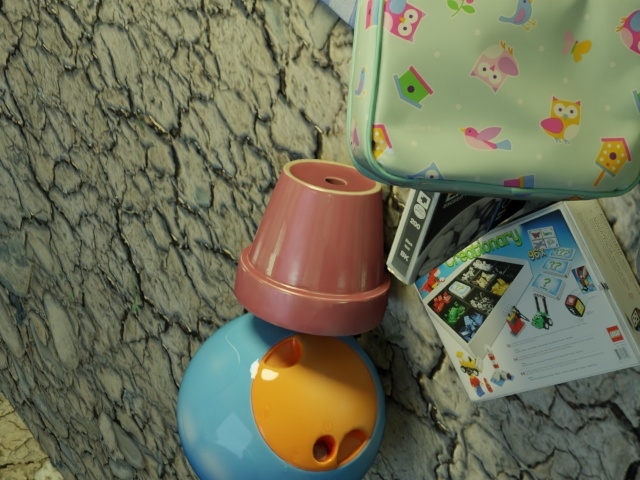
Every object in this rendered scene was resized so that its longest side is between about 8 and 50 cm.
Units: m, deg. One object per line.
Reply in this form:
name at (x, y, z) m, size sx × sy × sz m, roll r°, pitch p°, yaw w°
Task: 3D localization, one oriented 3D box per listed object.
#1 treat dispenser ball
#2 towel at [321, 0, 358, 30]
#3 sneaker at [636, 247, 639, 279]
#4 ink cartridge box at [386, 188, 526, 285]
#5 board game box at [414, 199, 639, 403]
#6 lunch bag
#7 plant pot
treat dispenser ball at (-0.054, 0.236, 1.755) m, size 0.288 × 0.288 × 0.288 m, roll 32°, pitch 135°, yaw 40°
towel at (0.021, -0.401, 1.475) m, size 0.209 × 0.034 × 0.285 m, roll 47°, pitch 143°, yaw 27°
sneaker at (0.372, 0.023, 1.163) m, size 0.281 × 0.115 × 0.105 m, roll -5°, pitch 105°, yaw 66°
ink cartridge box at (0.168, -0.075, 1.326) m, size 0.045 × 0.206 × 0.208 m, roll 40°, pitch 140°, yaw 24°
board game box at (0.237, 0.073, 1.463) m, size 0.305 × 0.053 × 0.193 m, roll -26°, pitch 90°, yaw 57°
lunch bag at (0.168, -0.151, 1.159) m, size 0.108 × 0.279 × 0.224 m, roll -176°, pitch 89°, yaw -78°
plant pot at (0.000, 0.000, 1.638) m, size 0.201 × 0.201 × 0.180 m, roll 29°, pitch 117°, yaw 42°
